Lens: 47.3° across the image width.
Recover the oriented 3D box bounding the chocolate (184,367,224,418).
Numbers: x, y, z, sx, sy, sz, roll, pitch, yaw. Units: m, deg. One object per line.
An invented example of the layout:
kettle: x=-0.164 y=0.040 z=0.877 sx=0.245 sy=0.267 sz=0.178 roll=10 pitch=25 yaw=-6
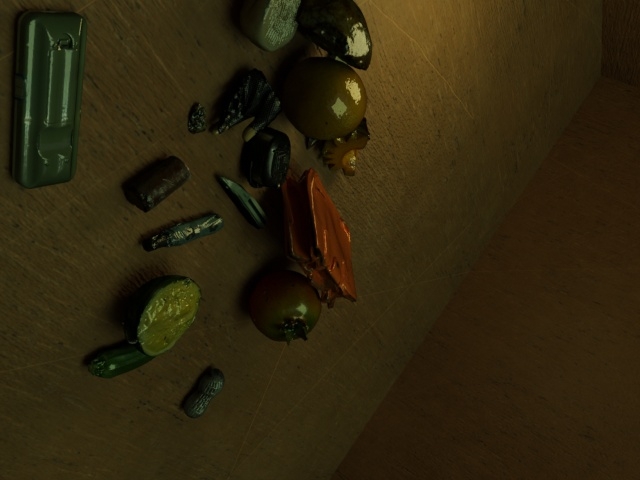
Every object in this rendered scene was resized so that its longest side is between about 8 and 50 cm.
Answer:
chocolate: x=-0.352 y=0.466 z=2.225 sx=0.167 sy=0.072 sz=0.072 roll=-54 pitch=150 yaw=-11

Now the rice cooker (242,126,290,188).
rice cooker: x=-0.139 y=-0.215 z=1.923 sx=0.112 sy=0.107 sz=0.165 roll=-21 pitch=122 yaw=-53

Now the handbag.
handbag: x=0.000 y=0.000 z=2.151 sx=0.410 sy=0.116 sz=0.303 roll=55 pitch=23 yaw=-59

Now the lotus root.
lotus root: x=0.055 y=-0.527 z=1.801 sx=0.142 sy=0.210 sz=0.314 roll=-58 pitch=-171 yaw=11

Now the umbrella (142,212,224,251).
umbrella: x=-0.343 y=-0.019 z=1.836 sx=0.250 sy=0.052 sz=0.053 roll=-24 pitch=169 yaw=-47

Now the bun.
bun: x=-0.121 y=-0.528 z=1.667 sx=0.173 sy=0.114 sz=0.166 roll=-58 pitch=158 yaw=-7

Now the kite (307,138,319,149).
kite: x=0.008 y=-0.324 z=2.110 sx=0.160 sy=0.010 sz=0.183 roll=-55 pitch=165 yaw=14

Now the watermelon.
watermelon: x=-0.411 y=0.177 z=1.822 sx=0.232 sy=0.127 sz=0.204 roll=-43 pitch=147 yaw=-31

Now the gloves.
gloves: x=-0.194 y=-0.321 z=1.777 sx=0.181 sy=0.106 sz=0.129 roll=-30 pitch=147 yaw=4

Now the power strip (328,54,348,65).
power strip: x=0.025 y=-0.441 z=2.048 sx=0.080 sy=0.029 sz=0.226 roll=7 pitch=110 yaw=-58

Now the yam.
yam: x=-0.372 y=-0.129 z=1.670 sx=0.141 sy=0.079 sz=0.079 roll=-44 pitch=147 yaw=-30

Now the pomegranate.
pomegranate: x=-0.101 y=0.206 z=2.203 sx=0.221 sy=0.256 sz=0.220 roll=-12 pitch=128 yaw=-16

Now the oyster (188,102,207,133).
oyster: x=-0.286 y=-0.286 z=1.718 sx=0.054 sy=0.019 sz=0.083 roll=-32 pitch=140 yaw=-39

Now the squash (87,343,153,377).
squash: x=-0.495 y=0.297 z=1.861 sx=0.219 sy=0.068 sz=0.077 roll=-16 pitch=137 yaw=-51

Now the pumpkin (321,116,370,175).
pumpkin: x=0.068 y=-0.308 z=2.181 sx=0.254 sy=0.131 sz=0.149 roll=106 pitch=-12 yaw=-68

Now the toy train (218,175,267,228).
toy train: x=-0.208 y=-0.113 z=1.954 sx=0.048 sy=0.055 sz=0.252 roll=-52 pitch=150 yaw=-13

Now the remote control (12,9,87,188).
remote control: x=-0.503 y=-0.257 z=1.366 sx=0.128 sy=0.066 sz=0.335 roll=-23 pitch=134 yaw=-51

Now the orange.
orange: x=0.010 y=-0.367 z=1.899 sx=0.236 sy=0.236 sz=0.236 roll=-37 pitch=143 yaw=-35
